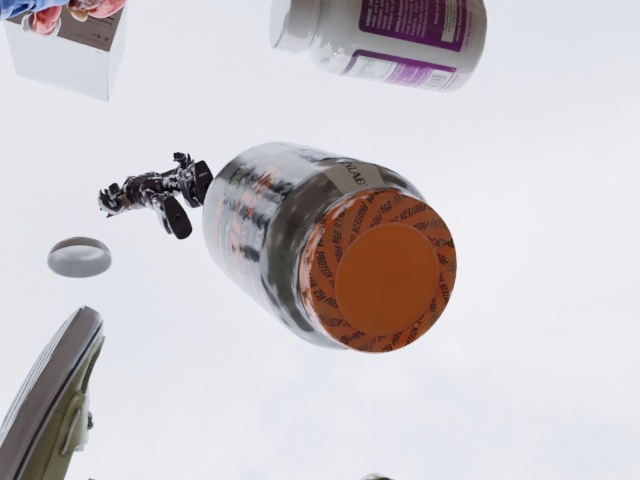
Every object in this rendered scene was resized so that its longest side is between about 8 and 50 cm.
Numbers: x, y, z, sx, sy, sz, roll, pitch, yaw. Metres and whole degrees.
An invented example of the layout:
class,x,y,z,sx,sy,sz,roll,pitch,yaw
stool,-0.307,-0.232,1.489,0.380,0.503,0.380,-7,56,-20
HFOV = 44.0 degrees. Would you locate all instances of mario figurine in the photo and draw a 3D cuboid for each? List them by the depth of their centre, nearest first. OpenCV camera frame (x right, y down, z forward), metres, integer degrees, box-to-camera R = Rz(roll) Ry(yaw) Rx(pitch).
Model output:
class,x,y,z,sx,sy,sz,roll,pitch,yaw
mario figurine,-0.410,-0.385,1.128,0.198,0.320,0.170,-20,-80,24

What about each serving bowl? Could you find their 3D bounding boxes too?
class,x,y,z,sx,sy,sz,roll,pitch,yaw
serving bowl,-0.316,0.018,1.041,0.083,0.083,0.027,-9,-122,-3

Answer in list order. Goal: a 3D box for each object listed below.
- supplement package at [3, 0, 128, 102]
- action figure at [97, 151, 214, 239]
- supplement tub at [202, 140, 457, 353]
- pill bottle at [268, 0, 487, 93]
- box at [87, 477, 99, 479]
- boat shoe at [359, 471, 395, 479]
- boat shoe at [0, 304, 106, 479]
class,x,y,z,sx,sy,sz,roll,pitch,yaw
supplement package,-0.513,-0.421,1.619,0.204,0.262,0.145,16,-106,-12
action figure,-0.279,-0.088,1.367,0.185,0.099,0.285,-38,-151,-23
supplement tub,0.000,0.000,0.856,0.194,0.193,0.316,-32,-158,-15
pill bottle,0.082,-0.325,1.194,0.302,0.169,0.169,6,-120,-19
box,-0.286,0.383,1.095,0.028,0.081,0.136,-49,-143,14
boat shoe,0.148,0.451,1.101,0.109,0.091,0.305,-43,-67,-22
boat shoe,-0.322,0.223,0.939,0.094,0.109,0.302,32,-120,-21
